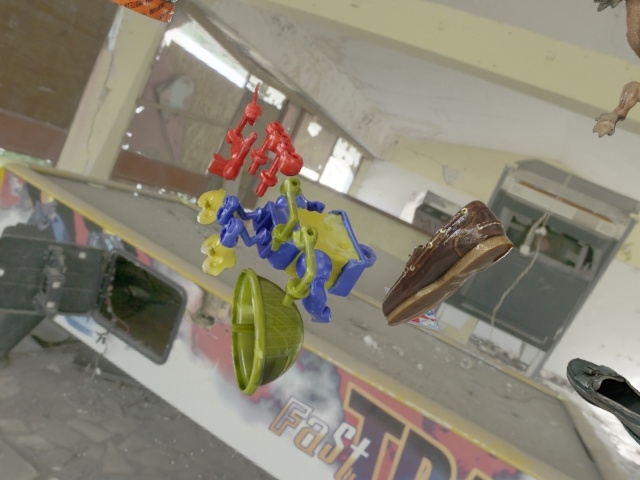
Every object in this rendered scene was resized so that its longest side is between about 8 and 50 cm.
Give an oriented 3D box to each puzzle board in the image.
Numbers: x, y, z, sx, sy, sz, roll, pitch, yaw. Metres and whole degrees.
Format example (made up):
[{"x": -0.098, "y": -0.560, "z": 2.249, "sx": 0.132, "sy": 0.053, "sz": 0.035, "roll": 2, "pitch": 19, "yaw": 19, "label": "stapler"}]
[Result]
[{"x": 0.211, "y": 0.156, "z": 1.111, "sx": 0.128, "sy": 0.011, "sz": 0.096, "roll": 18, "pitch": 37, "yaw": -16, "label": "puzzle board"}]

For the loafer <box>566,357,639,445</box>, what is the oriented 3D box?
[{"x": 0.617, "y": 0.316, "z": 0.997, "sx": 0.084, "sy": 0.096, "sz": 0.267, "roll": 65, "pitch": -5, "yaw": -26, "label": "loafer"}]

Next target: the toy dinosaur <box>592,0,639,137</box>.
[{"x": 0.430, "y": -0.205, "z": 0.565, "sx": 0.200, "sy": 0.295, "sz": 0.127, "roll": 6, "pitch": -10, "yaw": -32, "label": "toy dinosaur"}]

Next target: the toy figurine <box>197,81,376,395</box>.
[{"x": 0.000, "y": 0.000, "z": 0.571, "sx": 0.217, "sy": 0.191, "sz": 0.362, "roll": 18, "pitch": 32, "yaw": -31, "label": "toy figurine"}]

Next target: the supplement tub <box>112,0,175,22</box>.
[{"x": -0.278, "y": -0.568, "z": 0.808, "sx": 0.207, "sy": 0.338, "sz": 0.207, "roll": 24, "pitch": 21, "yaw": -10, "label": "supplement tub"}]

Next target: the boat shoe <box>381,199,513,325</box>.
[{"x": 0.147, "y": 0.034, "z": 0.615, "sx": 0.073, "sy": 0.207, "sz": 0.073, "roll": 3, "pitch": 51, "yaw": -43, "label": "boat shoe"}]
